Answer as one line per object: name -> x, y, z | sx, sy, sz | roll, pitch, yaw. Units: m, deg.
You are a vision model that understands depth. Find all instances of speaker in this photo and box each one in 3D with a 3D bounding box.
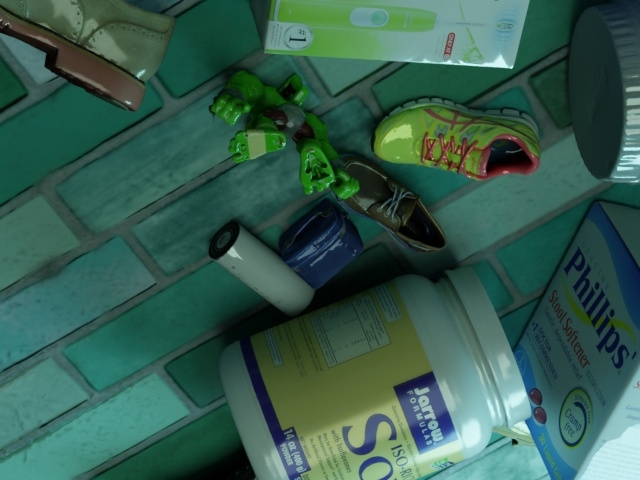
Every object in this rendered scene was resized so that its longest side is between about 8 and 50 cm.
speaker -> -0.070, 0.037, 1.924 | 0.055, 0.055, 0.136 | -42, 121, 16

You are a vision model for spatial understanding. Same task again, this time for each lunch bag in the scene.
lunch bag -> 0.000, 0.000, 1.906 | 0.098, 0.067, 0.065 | -41, 122, 12

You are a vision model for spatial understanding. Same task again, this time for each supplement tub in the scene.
supplement tub -> 0.065, 0.183, 1.930 | 0.331, 0.241, 0.241 | -22, 124, 0

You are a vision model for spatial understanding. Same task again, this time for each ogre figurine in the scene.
ogre figurine -> -0.043, -0.126, 1.784 | 0.197, 0.118, 0.097 | 14, 123, -18

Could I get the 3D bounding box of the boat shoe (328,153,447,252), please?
boat shoe -> 0.086, -0.045, 1.885 | 0.183, 0.066, 0.066 | 34, 80, -34

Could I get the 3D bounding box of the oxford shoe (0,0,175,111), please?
oxford shoe -> -0.312, -0.274, 1.657 | 0.348, 0.123, 0.130 | 32, 85, -26

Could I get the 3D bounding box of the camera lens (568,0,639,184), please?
camera lens -> 0.441, -0.176, 1.788 | 0.274, 0.219, 0.219 | -5, 124, -8

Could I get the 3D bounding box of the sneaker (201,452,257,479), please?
sneaker -> -0.089, 0.309, 2.089 | 0.283, 0.107, 0.124 | -8, 109, -10

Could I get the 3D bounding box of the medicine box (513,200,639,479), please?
medicine box -> 0.379, 0.146, 1.960 | 0.149, 0.263, 0.289 | 12, 119, -19

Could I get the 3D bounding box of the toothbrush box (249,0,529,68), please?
toothbrush box -> 0.080, -0.307, 1.689 | 0.283, 0.122, 0.206 | 2, 123, -14

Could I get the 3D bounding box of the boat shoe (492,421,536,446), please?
boat shoe -> 0.282, 0.251, 2.139 | 0.190, 0.068, 0.072 | 26, 127, -15

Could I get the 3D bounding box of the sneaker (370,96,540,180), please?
sneaker -> 0.164, -0.111, 1.850 | 0.209, 0.094, 0.081 | -2, 125, -9
